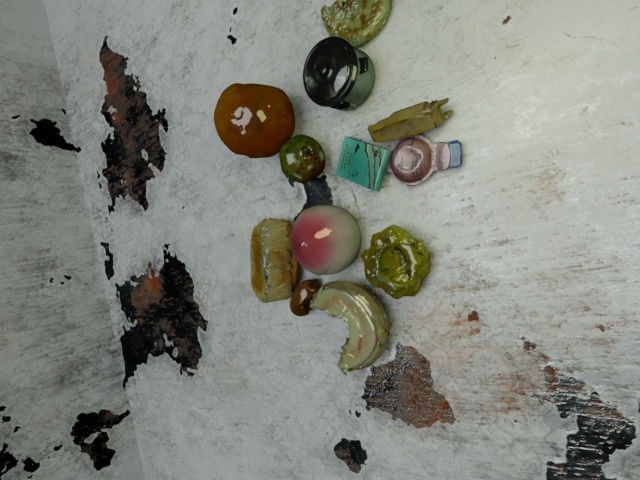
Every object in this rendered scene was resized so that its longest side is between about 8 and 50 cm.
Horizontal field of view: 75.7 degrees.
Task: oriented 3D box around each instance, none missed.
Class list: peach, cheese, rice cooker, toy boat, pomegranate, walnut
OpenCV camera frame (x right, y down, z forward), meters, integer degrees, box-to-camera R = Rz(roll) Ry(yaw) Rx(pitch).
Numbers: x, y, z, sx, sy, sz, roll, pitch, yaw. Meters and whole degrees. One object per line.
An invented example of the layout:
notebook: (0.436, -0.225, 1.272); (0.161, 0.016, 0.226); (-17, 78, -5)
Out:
peach: (-0.282, -0.502, 1.753); (0.342, 0.342, 0.302); (14, 107, 33)
cheese: (0.363, -0.293, 1.475); (0.285, 0.074, 0.189); (-3, 96, 36)
rice cooker: (0.067, -0.618, 1.545); (0.280, 0.226, 0.242); (1, 97, 35)
toy boat: (0.315, -0.428, 1.470); (0.310, 0.115, 0.089); (-9, 134, 39)
pomegranate: (-0.090, -0.321, 1.726); (0.198, 0.198, 0.246); (54, 130, 17)
walnut: (-0.065, 0.252, 1.845); (0.115, 0.115, 0.207); (38, 109, 25)

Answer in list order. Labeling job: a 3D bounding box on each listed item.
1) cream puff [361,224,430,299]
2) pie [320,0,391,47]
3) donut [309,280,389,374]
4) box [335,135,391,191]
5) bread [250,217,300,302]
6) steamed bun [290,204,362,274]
cream puff: (0.271, 0.086, 1.531); (0.281, 0.185, 0.282); (8, 103, 38)
pie: (0.133, -0.883, 1.560); (0.302, 0.066, 0.303); (4, 97, 35)
donut: (0.134, 0.330, 1.682); (0.307, 0.150, 0.372); (-33, 78, 33)
box: (0.160, -0.303, 1.609); (0.229, 0.041, 0.162); (32, 116, 42)
bread: (-0.206, 0.097, 1.889); (0.236, 0.183, 0.390); (26, 118, 51)
steamed bun: (0.000, 0.000, 1.647); (0.309, 0.309, 0.310); (6, 100, 35)
